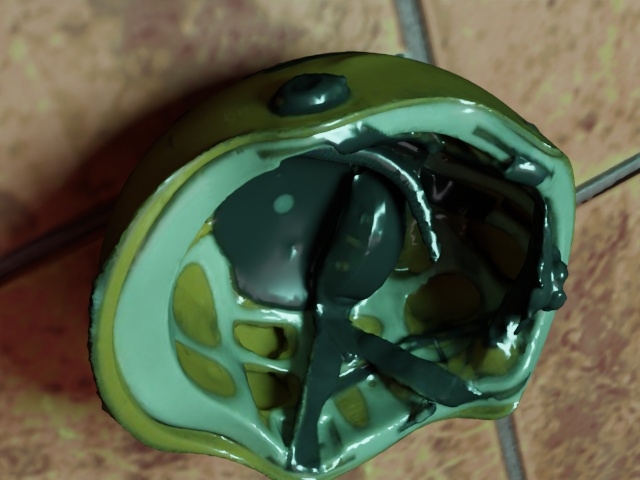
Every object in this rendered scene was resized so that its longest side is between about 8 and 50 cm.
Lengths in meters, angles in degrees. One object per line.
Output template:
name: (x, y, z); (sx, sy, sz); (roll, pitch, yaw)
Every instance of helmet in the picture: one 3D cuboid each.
helmet: (0.000, 0.000, 0.593); (0.224, 0.130, 0.198); (-8, 123, -14)
